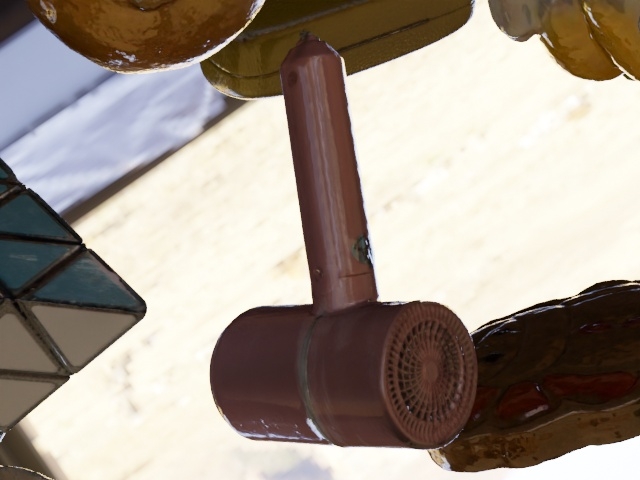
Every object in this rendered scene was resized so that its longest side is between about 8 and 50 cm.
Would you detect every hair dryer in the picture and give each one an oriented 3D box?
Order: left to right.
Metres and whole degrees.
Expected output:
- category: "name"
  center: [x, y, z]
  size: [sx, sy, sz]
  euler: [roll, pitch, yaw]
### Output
- category: "hair dryer"
  center: [0.000, 0.000, 1.335]
  size: [0.210, 0.352, 0.125]
  euler: [-4, -175, 43]

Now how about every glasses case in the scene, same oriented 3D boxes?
- category: "glasses case"
  center: [0.015, -0.281, 1.961]
  size: [0.371, 0.173, 0.141]
  euler: [-21, 136, -23]

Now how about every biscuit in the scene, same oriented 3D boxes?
- category: "biscuit"
  center: [0.241, 0.133, 1.652]
  size: [0.381, 0.074, 0.359]
  euler: [-10, -165, 21]

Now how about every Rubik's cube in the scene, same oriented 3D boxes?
- category: "Rubik's cube"
  center: [-0.305, 0.047, 1.286]
  size: [0.229, 0.233, 0.228]
  euler: [-41, -177, -11]

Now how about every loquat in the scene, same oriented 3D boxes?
- category: "loquat"
  center: [-0.132, -0.214, 1.165]
  size: [0.176, 0.187, 0.234]
  euler: [-60, -157, 14]

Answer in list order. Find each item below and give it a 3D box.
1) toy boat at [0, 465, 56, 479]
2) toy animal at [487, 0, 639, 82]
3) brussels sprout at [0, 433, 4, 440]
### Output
- category: "toy boat"
  center: [-0.250, 0.318, 1.428]
  size: [0.111, 0.276, 0.293]
  euler: [-9, 144, -55]
- category: "toy animal"
  center: [0.162, -0.218, 0.948]
  size: [0.183, 0.247, 0.310]
  euler: [2, -172, -3]
- category: "brussels sprout"
  center: [-0.504, 0.092, 1.723]
  size: [0.361, 0.425, 0.342]
  euler: [-29, 166, 12]
